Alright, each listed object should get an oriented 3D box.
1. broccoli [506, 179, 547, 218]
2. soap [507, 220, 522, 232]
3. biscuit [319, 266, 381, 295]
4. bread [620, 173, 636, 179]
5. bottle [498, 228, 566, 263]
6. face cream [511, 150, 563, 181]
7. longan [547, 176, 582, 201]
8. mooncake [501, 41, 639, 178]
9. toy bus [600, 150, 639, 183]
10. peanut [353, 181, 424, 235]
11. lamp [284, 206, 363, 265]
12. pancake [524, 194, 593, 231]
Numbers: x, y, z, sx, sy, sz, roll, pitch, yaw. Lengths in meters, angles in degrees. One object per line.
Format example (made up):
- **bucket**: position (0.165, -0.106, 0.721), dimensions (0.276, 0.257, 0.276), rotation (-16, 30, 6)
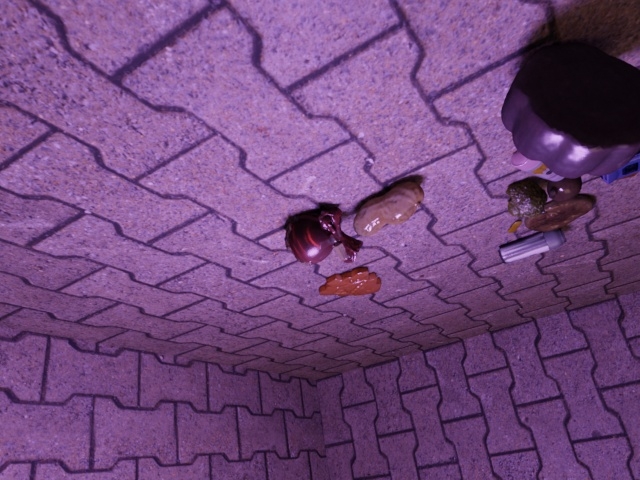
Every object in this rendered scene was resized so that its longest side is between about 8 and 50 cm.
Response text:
- **broccoli**: position (0.669, -0.133, 1.585), dimensions (0.131, 0.130, 0.120), rotation (-19, -167, 1)
- **soap**: position (0.745, -0.051, 1.867), dimensions (0.034, 0.012, 0.089), rotation (-7, 153, -4)
- **biscuit**: position (0.155, 0.198, 2.134), dimensions (0.306, 0.043, 0.284), rotation (15, 144, -39)
- **bread**: position (0.978, -0.234, 1.558), dimensions (0.090, 0.035, 0.094), rotation (-10, 153, 4)
- **bottle**: position (0.855, 0.019, 1.974), dimensions (0.254, 0.079, 0.096), rotation (-23, -172, 26)
- **face cream**: position (0.657, -0.227, 1.447), dimensions (0.198, 0.057, 0.084), rotation (10, 143, -34)
- **longan**: position (0.764, -0.169, 1.537), dimensions (0.119, 0.106, 0.106), rotation (-32, 160, -21)
- **mooncake**: position (0.552, -0.277, 1.052), dimensions (0.306, 0.306, 0.154), rotation (-8, 155, -1)
- **toy bus**: position (0.865, -0.254, 1.374), dimensions (0.292, 0.133, 0.125), rotation (-22, 151, 23)
- **peanut**: position (0.203, -0.094, 1.509), dimensions (0.263, 0.117, 0.101), rotation (-24, 130, 33)
- **lamp**: position (-0.007, 0.007, 1.556), dimensions (0.223, 0.215, 0.151), rotation (-22, -164, 43)
- **pancake**: position (0.880, -0.087, 1.798), dimensions (0.242, 0.050, 0.242), rotation (-6, 154, -3)
